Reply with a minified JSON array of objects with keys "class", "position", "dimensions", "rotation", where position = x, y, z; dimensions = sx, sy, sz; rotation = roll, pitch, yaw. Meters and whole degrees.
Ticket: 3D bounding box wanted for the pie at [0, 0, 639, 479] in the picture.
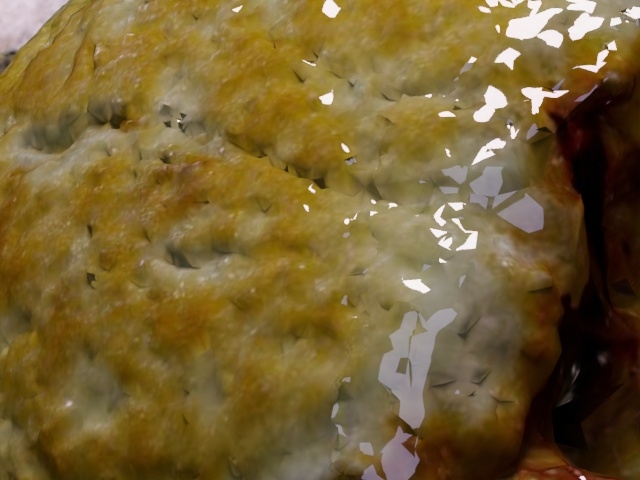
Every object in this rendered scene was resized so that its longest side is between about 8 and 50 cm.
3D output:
[{"class":"pie","position":[-0.009,-0.020,0.533],"dimensions":[0.395,0.180,0.418],"rotation":[-9,64,30]}]
